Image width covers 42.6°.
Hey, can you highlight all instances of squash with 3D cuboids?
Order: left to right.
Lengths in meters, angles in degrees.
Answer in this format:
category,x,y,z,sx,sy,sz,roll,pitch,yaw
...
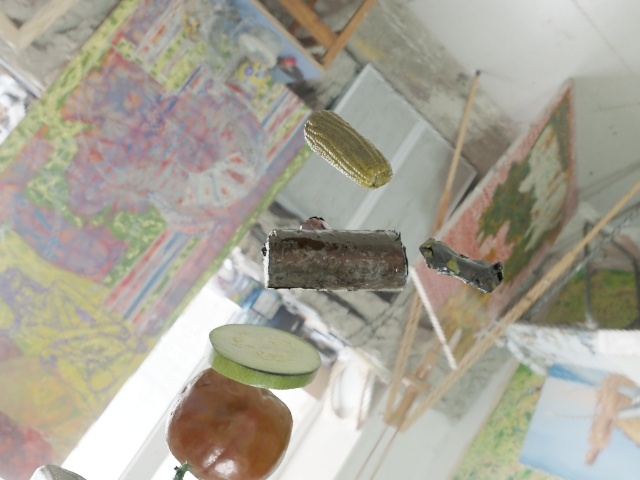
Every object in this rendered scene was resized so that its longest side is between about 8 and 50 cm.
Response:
category,x,y,z,sx,sy,sz,roll,pitch,yaw
squash,-0.120,0.249,1.757,0.252,0.048,0.252,14,-167,-3

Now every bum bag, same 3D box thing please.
category,x,y,z,sx,sy,sz,roll,pitch,yaw
bum bag,0.362,0.062,2.116,0.233,0.106,0.060,20,139,1

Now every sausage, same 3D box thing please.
category,x,y,z,sx,sy,sz,roll,pitch,yaw
sausage,0.000,0.000,1.810,0.076,0.076,0.141,49,180,-42

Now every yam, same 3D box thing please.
category,x,y,z,sx,sy,sz,roll,pitch,yaw
yam,0.028,0.035,1.573,0.280,0.131,0.131,1,169,-13

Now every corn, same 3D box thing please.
category,x,y,z,sx,sy,sz,roll,pitch,yaw
corn,0.046,-0.157,1.435,0.231,0.080,0.080,48,177,44

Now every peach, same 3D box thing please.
category,x,y,z,sx,sy,sz,roll,pitch,yaw
peach,-0.247,0.514,2.214,0.343,0.301,0.343,38,172,6

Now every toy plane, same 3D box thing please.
category,x,y,z,sx,sy,sz,roll,pitch,yaw
toy plane,-0.309,0.516,1.781,0.033,0.083,0.080,34,176,-23

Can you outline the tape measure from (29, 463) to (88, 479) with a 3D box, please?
category,x,y,z,sx,sy,sz,roll,pitch,yaw
tape measure,-0.385,0.475,1.329,0.265,0.130,0.258,36,164,-18
